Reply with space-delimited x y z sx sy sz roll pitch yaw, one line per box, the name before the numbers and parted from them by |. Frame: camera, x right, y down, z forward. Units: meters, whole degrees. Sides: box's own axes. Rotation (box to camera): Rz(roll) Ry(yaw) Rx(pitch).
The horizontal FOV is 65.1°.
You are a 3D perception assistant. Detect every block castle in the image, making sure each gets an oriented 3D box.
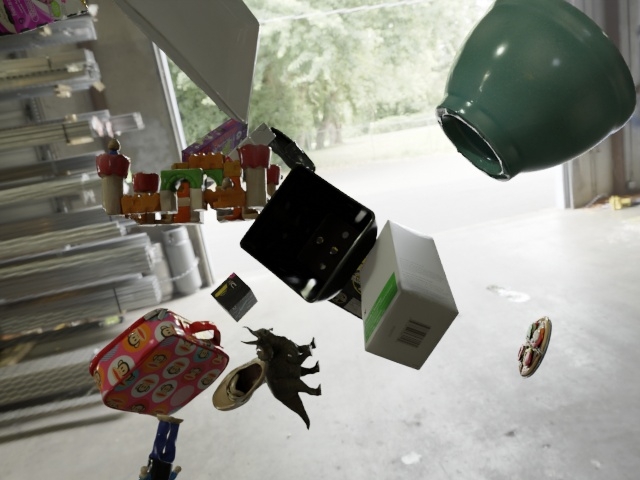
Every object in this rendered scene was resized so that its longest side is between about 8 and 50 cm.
block castle | -0.342 -0.167 1.388 0.452 0.213 0.303 -3 -5 3

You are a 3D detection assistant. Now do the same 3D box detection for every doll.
doll | -0.329 0.464 1.036 0.046 0.189 0.129 -2 -28 21

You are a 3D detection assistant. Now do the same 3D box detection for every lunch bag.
lunch bag | -0.346 0.278 1.161 0.258 0.293 0.120 -42 58 -4

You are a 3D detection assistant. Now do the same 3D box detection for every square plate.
square plate | -0.240 -0.420 0.891 0.049 0.347 0.344 -21 48 27

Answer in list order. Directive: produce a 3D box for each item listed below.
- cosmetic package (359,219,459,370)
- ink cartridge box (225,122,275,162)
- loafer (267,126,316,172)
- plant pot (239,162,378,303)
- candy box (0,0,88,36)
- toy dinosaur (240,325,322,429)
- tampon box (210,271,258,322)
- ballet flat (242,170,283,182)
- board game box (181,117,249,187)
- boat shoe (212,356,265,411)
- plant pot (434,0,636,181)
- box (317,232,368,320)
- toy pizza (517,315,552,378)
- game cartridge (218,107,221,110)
cosmetic package | 0.210 0.124 1.282 0.155 0.197 0.366 21 25 -10
ink cartridge box | -0.228 -0.298 1.614 0.150 0.063 0.109 -29 21 42
loafer | -0.105 -0.311 1.753 0.076 0.223 0.078 -44 -11 -30
plant pot | 0.000 0.000 0.939 0.187 0.188 0.167 36 2 24
candy box | -0.633 -0.553 1.091 0.071 0.159 0.233 1 35 18
toy dinosaur | -0.084 0.335 1.294 0.160 0.314 0.121 -10 18 8
tampon box | -0.322 0.215 1.890 0.120 0.101 0.161 -45 -19 -15
ballet flat | -0.225 -0.256 1.885 0.203 0.074 0.074 3 18 39
board game box | -0.386 -0.317 1.867 0.056 0.208 0.347 24 45 17
boat shoe | -0.242 0.432 1.510 0.302 0.109 0.098 -39 -17 27
plant pot | 0.318 -0.222 0.827 0.196 0.293 0.293 -44 14 3
box | 0.031 0.057 1.733 0.097 0.394 0.318 -51 15 37
toy pizza | 0.636 0.316 1.510 0.032 0.201 0.201 22 21 10
game cartridge | -0.257 -0.392 1.326 0.017 0.083 0.056 -4 -10 -41
